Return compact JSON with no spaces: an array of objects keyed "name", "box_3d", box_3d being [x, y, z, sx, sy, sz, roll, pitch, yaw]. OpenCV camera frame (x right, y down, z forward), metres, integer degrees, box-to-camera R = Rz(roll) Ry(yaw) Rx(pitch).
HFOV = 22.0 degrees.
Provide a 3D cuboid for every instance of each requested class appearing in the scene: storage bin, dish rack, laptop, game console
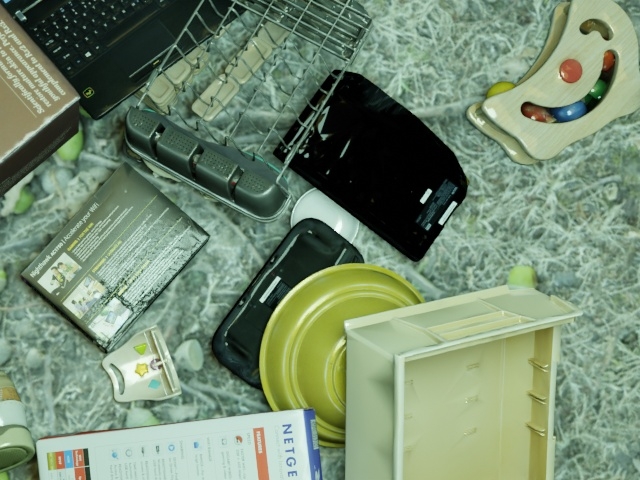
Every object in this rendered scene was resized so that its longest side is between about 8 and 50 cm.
[{"name":"storage bin","box_3d":[0.158,0.203,1.792,0.260,0.123,0.262,-11,111,-29]},{"name":"dish rack","box_3d":[-0.075,-0.181,1.820,0.208,0.074,0.271,29,81,9]},{"name":"laptop","box_3d":[-0.249,-0.317,1.853,0.234,0.136,0.264,-38,71,-8]},{"name":"game console","box_3d":[0.000,0.000,1.880,0.213,0.044,0.361,38,85,-16]}]

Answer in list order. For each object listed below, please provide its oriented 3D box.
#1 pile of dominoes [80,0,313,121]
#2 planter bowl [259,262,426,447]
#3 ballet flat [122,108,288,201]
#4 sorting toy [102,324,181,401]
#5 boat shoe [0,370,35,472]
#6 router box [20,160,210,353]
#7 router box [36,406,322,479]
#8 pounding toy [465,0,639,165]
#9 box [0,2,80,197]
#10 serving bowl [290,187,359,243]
[{"name":"pile of dominoes","box_3d":[-0.132,-0.263,1.921,0.196,0.040,0.251,37,77,15]},{"name":"planter bowl","box_3d":[0.048,0.140,1.844,0.217,0.090,0.217,-3,101,-18]},{"name":"ballet flat","box_3d":[-0.137,-0.081,1.881,0.203,0.074,0.074,26,80,-2]},{"name":"sorting toy","box_3d":[-0.205,0.147,1.863,0.075,0.045,0.083,-20,87,-3]},{"name":"boat shoe","box_3d":[-0.467,0.226,1.788,0.302,0.113,0.103,-14,65,-8]},{"name":"router box","box_3d":[-0.232,0.019,1.870,0.133,0.046,0.179,42,79,-1]},{"name":"router box","box_3d":[-0.139,0.364,1.784,0.301,0.082,0.335,-7,84,8]},{"name":"pounding toy","box_3d":[0.308,-0.205,1.920,0.269,0.155,0.154,-30,93,-11]},{"name":"box","box_3d":[-0.376,-0.146,1.788,0.167,0.203,0.168,-41,91,-11]},{"name":"serving bowl","box_3d":[0.002,-0.023,1.914,0.083,0.027,0.083,-2,97,-17]}]
